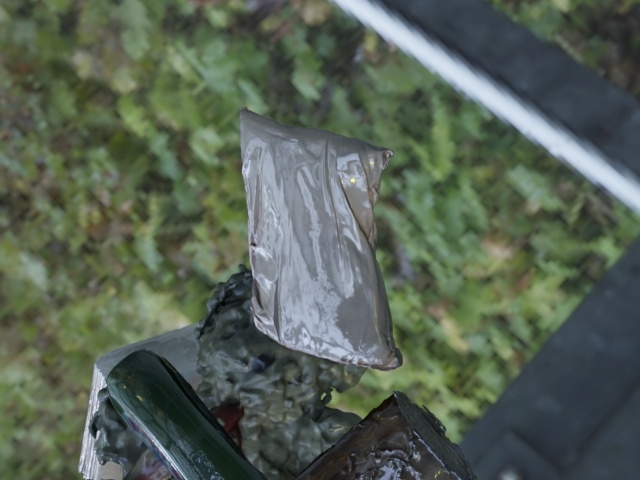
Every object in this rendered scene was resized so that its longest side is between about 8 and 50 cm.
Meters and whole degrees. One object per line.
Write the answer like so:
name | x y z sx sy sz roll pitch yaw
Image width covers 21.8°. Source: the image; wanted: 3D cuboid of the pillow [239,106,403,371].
pillow | 0.000 0.000 1.718 0.173 0.067 0.270 8 114 24

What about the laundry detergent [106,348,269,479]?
laundry detergent | -0.091 0.188 1.381 0.211 0.063 0.137 43 166 35

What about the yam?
yam | 0.013 0.268 1.572 0.131 0.279 0.131 49 179 1

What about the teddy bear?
teddy bear | -0.105 0.214 1.973 0.357 0.368 0.224 8 -178 11

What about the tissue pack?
tissue pack | -0.235 0.237 2.276 0.071 0.170 0.325 60 154 25
